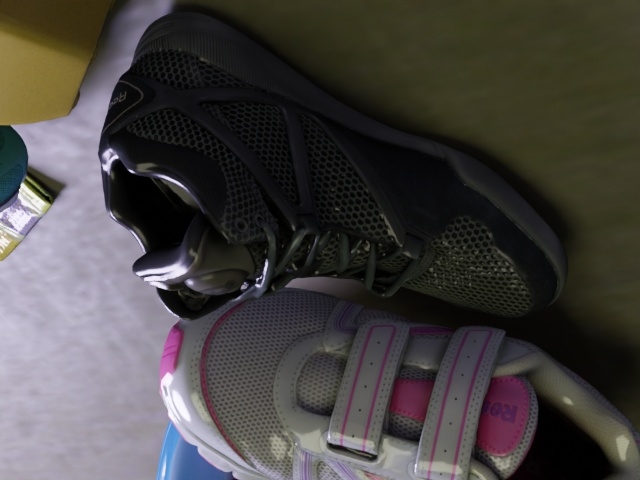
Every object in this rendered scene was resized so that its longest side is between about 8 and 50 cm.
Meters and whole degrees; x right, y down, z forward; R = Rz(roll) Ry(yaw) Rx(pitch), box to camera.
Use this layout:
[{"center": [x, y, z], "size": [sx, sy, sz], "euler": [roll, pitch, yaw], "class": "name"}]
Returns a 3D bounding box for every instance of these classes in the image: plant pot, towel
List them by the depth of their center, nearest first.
[{"center": [-0.141, -0.100, 0.740], "size": [0.083, 0.081, 0.081], "euler": [21, 142, -11], "class": "plant pot"}, {"center": [-0.186, -0.020, 0.903], "size": [0.060, 0.009, 0.083], "euler": [37, 140, -14], "class": "towel"}]

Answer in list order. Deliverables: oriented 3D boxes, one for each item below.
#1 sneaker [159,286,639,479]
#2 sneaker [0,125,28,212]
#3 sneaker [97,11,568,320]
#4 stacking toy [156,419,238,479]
[{"center": [0.049, 0.078, 0.777], "size": [0.252, 0.103, 0.111], "euler": [15, 163, -18], "class": "sneaker"}, {"center": [-0.257, -0.102, 0.782], "size": [0.275, 0.107, 0.110], "euler": [36, 130, -14], "class": "sneaker"}, {"center": [0.000, 0.000, 0.737], "size": [0.227, 0.130, 0.087], "euler": [29, 142, -9], "class": "sneaker"}, {"center": [0.060, 0.161, 0.890], "size": [0.301, 0.175, 0.166], "euler": [8, 171, -7], "class": "stacking toy"}]
